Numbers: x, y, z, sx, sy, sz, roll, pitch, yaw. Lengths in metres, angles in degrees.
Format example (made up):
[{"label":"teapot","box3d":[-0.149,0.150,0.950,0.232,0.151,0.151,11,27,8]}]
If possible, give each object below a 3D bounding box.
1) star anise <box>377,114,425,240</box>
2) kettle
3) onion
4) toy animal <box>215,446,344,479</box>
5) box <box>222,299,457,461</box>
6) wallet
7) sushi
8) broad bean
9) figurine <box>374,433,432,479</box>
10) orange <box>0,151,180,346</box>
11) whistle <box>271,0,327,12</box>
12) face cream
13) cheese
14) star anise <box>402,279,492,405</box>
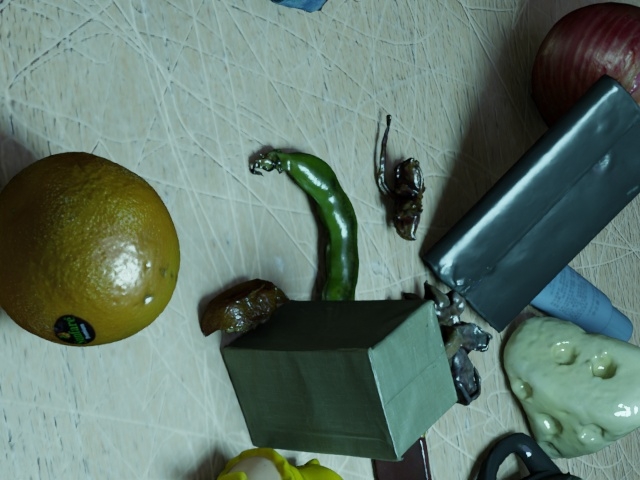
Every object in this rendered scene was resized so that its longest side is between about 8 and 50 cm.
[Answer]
[{"label":"star anise","box3d":[0.122,-0.093,1.675,0.097,0.070,0.190,20,67,-76]},{"label":"kettle","box3d":[0.361,0.473,1.835,0.271,0.251,0.207,-30,140,-54]},{"label":"onion","box3d":[0.543,-0.259,1.979,0.354,0.354,0.353,6,82,-49]},{"label":"toy animal","box3d":[-0.057,0.331,1.374,0.230,0.156,0.156,34,61,-55]},{"label":"box","box3d":[0.026,0.170,1.403,0.149,0.231,0.155,-34,112,-46]},{"label":"wallet","box3d":[0.365,-0.052,1.780,0.406,0.062,0.228,-47,129,4]},{"label":"sushi","box3d":[-0.093,0.085,1.409,0.120,0.052,0.055,-31,110,-47]},{"label":"broad bean","box3d":[0.000,0.000,1.537,0.144,0.049,0.292,-30,107,-40]},{"label":"figurine","box3d":[0.132,0.339,1.646,0.098,0.082,0.154,-26,108,-68]},{"label":"orange","box3d":[-0.239,0.013,1.141,0.206,0.206,0.206,6,82,-49]},{"label":"whistle","box3d":[-0.108,-0.345,1.427,0.304,0.062,0.062,2,85,-49]},{"label":"face cream","box3d":[0.436,0.095,2.015,0.385,0.086,0.135,32,60,-38]},{"label":"cheese","box3d":[0.446,0.240,1.897,0.251,0.248,0.173,57,46,-21]},{"label":"star anise","box3d":[0.176,0.170,1.688,0.214,0.099,0.220,50,51,-22]}]
